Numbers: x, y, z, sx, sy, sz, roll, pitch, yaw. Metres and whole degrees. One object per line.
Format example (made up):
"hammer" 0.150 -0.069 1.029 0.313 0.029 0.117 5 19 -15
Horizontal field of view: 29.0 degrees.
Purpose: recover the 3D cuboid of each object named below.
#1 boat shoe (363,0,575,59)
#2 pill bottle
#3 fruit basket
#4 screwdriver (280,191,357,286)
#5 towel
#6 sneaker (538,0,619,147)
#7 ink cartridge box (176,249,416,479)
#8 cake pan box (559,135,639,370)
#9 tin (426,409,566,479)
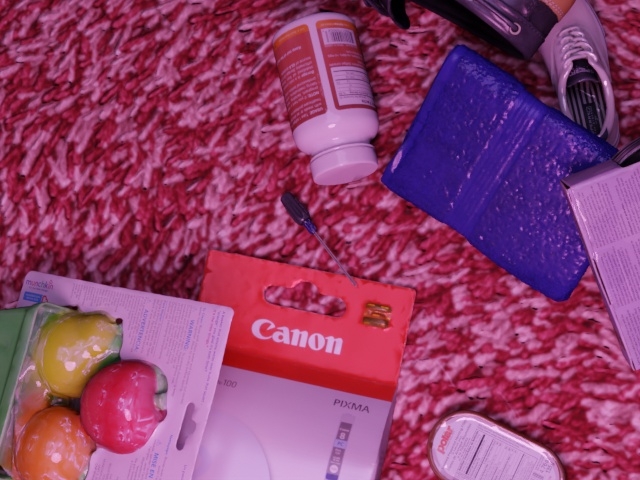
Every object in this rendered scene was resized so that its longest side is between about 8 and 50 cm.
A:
"boat shoe" 0.104 -0.380 1.681 0.500 0.187 0.156 24 90 19
"pill bottle" 0.012 -0.192 1.697 0.121 0.121 0.216 -14 77 6
"fruit basket" -0.290 0.219 1.608 0.353 0.165 0.327 9 79 24
"screwdriver" 0.000 0.000 1.710 0.024 0.025 0.170 -38 77 0
"towel" 0.254 -0.088 1.634 0.308 0.076 0.228 37 119 14
"sneaker" 0.351 -0.239 1.666 0.094 0.091 0.258 -17 76 5
"ink cartridge box" -0.059 0.217 1.640 0.308 0.091 0.385 11 81 11
"cake pan box" 0.447 -0.004 1.508 0.245 0.070 0.267 -23 102 3
"tin" 0.228 0.290 1.606 0.189 0.040 0.106 25 79 13
